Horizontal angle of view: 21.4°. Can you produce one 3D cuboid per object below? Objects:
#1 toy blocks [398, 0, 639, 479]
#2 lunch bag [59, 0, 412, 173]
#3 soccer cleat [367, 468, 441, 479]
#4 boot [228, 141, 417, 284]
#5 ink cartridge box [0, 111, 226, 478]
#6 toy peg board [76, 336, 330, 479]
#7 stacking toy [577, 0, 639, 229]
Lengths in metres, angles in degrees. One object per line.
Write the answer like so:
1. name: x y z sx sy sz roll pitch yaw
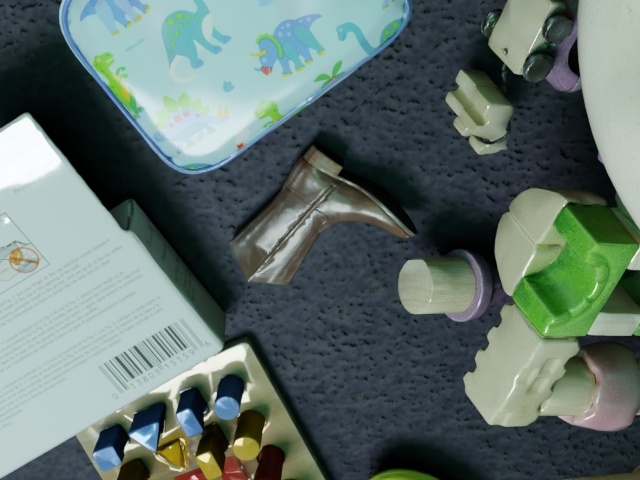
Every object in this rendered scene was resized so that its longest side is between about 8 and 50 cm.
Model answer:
1. toy blocks: 0.252 0.013 1.191 0.260 0.309 0.288 0 128 -35
2. lunch bag: -0.059 -0.169 1.171 0.219 0.090 0.176 -35 107 15
3. soccer cleat: 0.127 0.300 1.331 0.093 0.121 0.289 -31 108 13
4. boot: 0.000 0.000 1.263 0.106 0.037 0.114 39 105 2
5. ink cartridge box: -0.249 0.050 1.265 0.275 0.060 0.239 -30 115 13
6. toy peg board: -0.093 0.185 1.319 0.161 0.079 0.160 -24 109 11
7. stacking toy: 0.396 -0.151 0.975 0.350 0.480 0.350 15 117 32
